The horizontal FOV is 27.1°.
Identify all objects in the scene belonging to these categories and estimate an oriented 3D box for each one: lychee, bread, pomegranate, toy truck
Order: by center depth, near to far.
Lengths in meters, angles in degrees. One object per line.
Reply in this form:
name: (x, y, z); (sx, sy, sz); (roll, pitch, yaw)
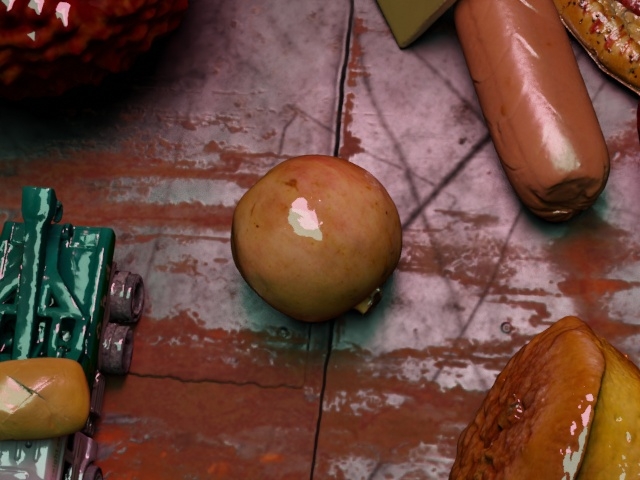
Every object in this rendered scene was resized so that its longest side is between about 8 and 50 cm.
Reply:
bread: (0.229, 0.230, 1.285); (0.172, 0.312, 0.312); (26, 75, -3)
bread: (-0.286, 0.155, 1.307); (0.115, 0.056, 0.082); (0, 75, -4)
toy truck: (-0.308, 0.133, 1.435); (0.177, 0.178, 0.363); (4, 74, 7)
pomegranate: (-0.002, -0.003, 1.446); (0.191, 0.191, 0.191); (-2, 71, 5)
lychee: (-0.318, -0.398, 1.494); (0.425, 0.424, 0.499); (14, 77, 11)

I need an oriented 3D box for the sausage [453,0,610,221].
sausage: (0.240, -0.170, 1.510); (0.121, 0.121, 0.304); (-16, 69, 0)

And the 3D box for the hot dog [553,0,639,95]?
hot dog: (0.360, -0.261, 1.557); (0.131, 0.069, 0.253); (-43, 71, -8)

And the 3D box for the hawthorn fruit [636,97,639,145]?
hawthorn fruit: (0.484, -0.081, 1.393); (0.265, 0.265, 0.307); (-11, 89, 2)

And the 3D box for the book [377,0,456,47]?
book: (0.081, -0.433, 1.550); (0.035, 0.239, 0.352); (-18, 77, -34)
